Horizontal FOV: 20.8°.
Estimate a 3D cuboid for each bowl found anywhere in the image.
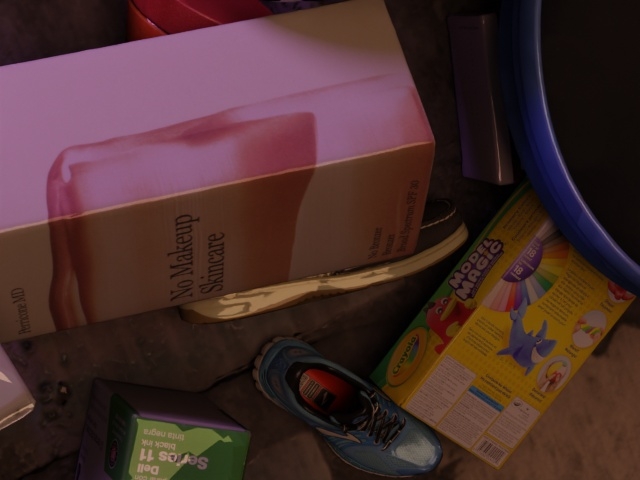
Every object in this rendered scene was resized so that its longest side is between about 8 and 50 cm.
[{"bbox_3d":[0.302,-0.126,1.257,0.391,0.077,0.391,2,84,-24],"label":"bowl"}]

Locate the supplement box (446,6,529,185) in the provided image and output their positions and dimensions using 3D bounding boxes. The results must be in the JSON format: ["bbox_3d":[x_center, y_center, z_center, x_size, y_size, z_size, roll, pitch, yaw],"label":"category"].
[{"bbox_3d":[0.224,-0.124,1.331,0.239,0.073,0.130,-9,99,-17],"label":"supplement box"}]

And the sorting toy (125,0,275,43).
[{"bbox_3d":[-0.211,-0.167,1.179,0.366,0.127,0.126,22,113,-21],"label":"sorting toy"}]

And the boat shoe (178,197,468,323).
[{"bbox_3d":[-0.001,0.000,1.266,0.224,0.080,0.073,-16,106,-12],"label":"boat shoe"}]

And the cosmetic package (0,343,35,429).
[{"bbox_3d":[-0.349,-0.039,1.075,0.156,0.217,0.385,-30,107,-13],"label":"cosmetic package"}]

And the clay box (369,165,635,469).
[{"bbox_3d":[0.152,0.051,1.300,0.127,0.053,0.222,36,93,-39],"label":"clay box"}]

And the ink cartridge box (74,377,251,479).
[{"bbox_3d":[-0.124,0.213,1.209,0.087,0.153,0.208,10,92,-19],"label":"ink cartridge box"}]

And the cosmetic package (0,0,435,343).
[{"bbox_3d":[-0.087,-0.046,1.159,0.296,0.153,0.129,-12,62,-9],"label":"cosmetic package"}]

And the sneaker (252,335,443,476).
[{"bbox_3d":[0.025,0.132,1.291,0.162,0.073,0.063,31,86,-19],"label":"sneaker"}]
